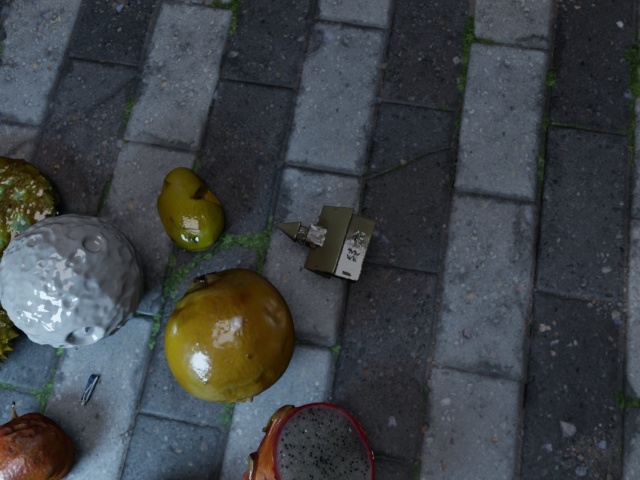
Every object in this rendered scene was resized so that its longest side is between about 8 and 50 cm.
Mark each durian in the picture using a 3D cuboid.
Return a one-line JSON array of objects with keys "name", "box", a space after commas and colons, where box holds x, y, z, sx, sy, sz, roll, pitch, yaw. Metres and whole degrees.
[{"name": "durian", "box": [-0.839, 0.245, 1.347, 0.191, 0.341, 0.112, 41, 36, 19]}]

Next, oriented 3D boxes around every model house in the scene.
[{"name": "model house", "box": [0.000, 0.000, 1.410, 0.247, 0.176, 0.181, 19, 77, 2]}]

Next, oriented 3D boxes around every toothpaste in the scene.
[{"name": "toothpaste", "box": [-0.620, 0.400, 1.415, 0.027, 0.019, 0.083, 10, 72, 22]}]

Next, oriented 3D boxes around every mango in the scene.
[{"name": "mango", "box": [-0.366, -0.090, 1.477, 0.167, 0.130, 0.262, -28, 72, -11]}]

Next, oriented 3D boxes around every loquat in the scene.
[{"name": "loquat", "box": [-0.221, 0.231, 1.294, 0.328, 0.328, 0.329, -1, 76, 2]}]

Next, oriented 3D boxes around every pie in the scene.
[{"name": "pie", "box": [-0.909, -0.101, 1.511, 0.354, 0.103, 0.289, 28, 79, 13]}]

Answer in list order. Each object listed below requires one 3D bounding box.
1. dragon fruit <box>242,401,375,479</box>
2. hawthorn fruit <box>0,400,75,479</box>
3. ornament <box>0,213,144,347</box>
[{"name": "dragon fruit", "box": [-0.044, 0.546, 1.251, 0.305, 0.226, 0.306, 17, 51, -23]}, {"name": "hawthorn fruit", "box": [-0.738, 0.509, 1.306, 0.207, 0.207, 0.243, -31, 67, -6]}, {"name": "ornament", "box": [-0.610, 0.108, 1.321, 0.336, 0.337, 0.338, -1, 76, 2]}]
